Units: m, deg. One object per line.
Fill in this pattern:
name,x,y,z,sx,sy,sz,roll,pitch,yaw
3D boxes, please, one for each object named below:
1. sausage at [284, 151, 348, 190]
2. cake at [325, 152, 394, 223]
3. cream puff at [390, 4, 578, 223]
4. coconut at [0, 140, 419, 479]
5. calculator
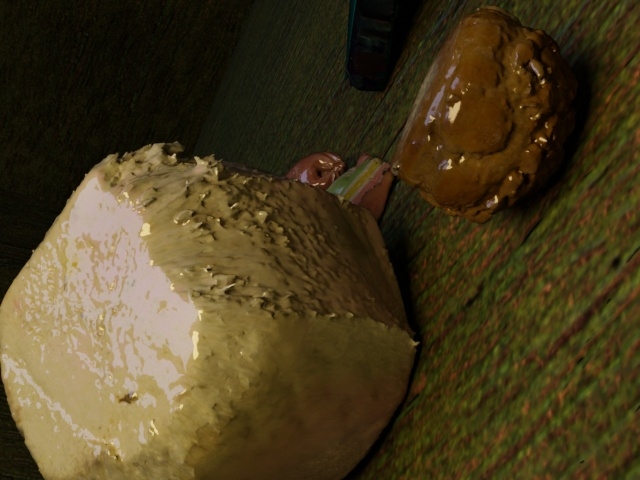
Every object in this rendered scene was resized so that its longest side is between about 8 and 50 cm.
sausage,-0.068,0.012,1.170,0.433,0.088,0.087,127,156,-52
cake,0.017,0.012,0.949,0.225,0.090,0.109,-51,16,8
cream puff,0.112,-0.078,0.575,0.126,0.103,0.143,-70,7,-55
coconut,-0.075,0.070,0.732,0.298,0.310,0.297,-4,83,36
calculator,0.072,-0.343,1.007,0.274,0.058,0.248,97,178,-49
